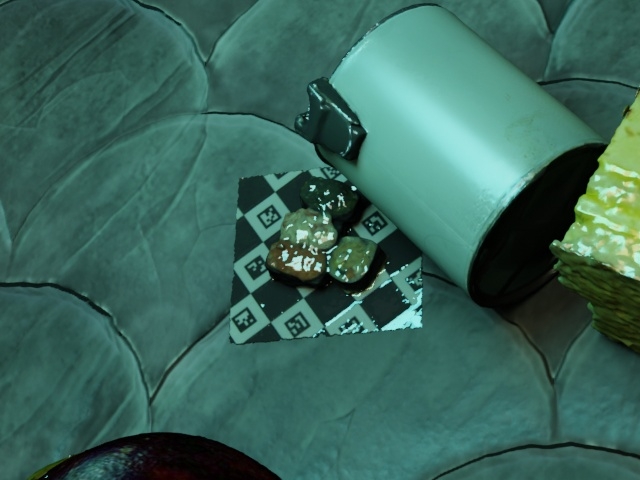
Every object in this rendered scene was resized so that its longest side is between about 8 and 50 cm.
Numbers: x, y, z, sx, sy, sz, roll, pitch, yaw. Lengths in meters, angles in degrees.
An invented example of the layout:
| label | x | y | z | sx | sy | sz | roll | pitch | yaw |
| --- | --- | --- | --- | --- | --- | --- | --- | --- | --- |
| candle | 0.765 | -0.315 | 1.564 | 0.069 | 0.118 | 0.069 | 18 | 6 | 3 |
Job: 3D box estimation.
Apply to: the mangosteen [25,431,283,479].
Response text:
| label | x | y | z | sx | sy | sz | roll | pitch | yaw |
| --- | --- | --- | --- | --- | --- | --- | --- | --- | --- |
| mangosteen | -0.185 | 0.382 | 1.454 | 0.421 | 0.381 | 0.381 | -15 | 59 | 25 |

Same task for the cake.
| label | x | y | z | sx | sy | sz | roll | pitch | yaw |
| --- | --- | --- | --- | --- | --- | --- | --- | --- | --- |
| cake | 0.396 | -0.029 | 1.529 | 0.227 | 0.222 | 0.286 | 24 | 73 | 27 |

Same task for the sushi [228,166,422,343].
| label | x | y | z | sx | sy | sz | roll | pitch | yaw |
| --- | --- | --- | --- | --- | --- | --- | --- | --- | --- |
| sushi | 0.000 | 0.000 | 1.760 | 0.231 | 0.047 | 0.220 | -7 | 62 | 17 |

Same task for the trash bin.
| label | x | y | z | sx | sy | sz | roll | pitch | yaw |
| --- | --- | --- | --- | --- | --- | --- | --- | --- | --- |
| trash bin | 0.153 | -0.091 | 1.646 | 0.277 | 0.217 | 0.262 | -18 | 51 | -38 |
